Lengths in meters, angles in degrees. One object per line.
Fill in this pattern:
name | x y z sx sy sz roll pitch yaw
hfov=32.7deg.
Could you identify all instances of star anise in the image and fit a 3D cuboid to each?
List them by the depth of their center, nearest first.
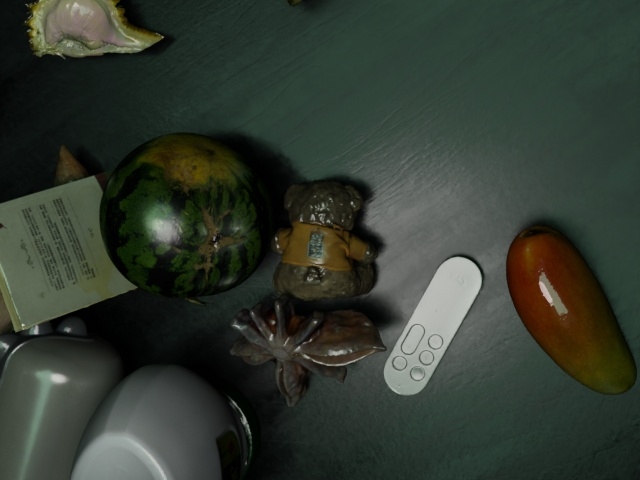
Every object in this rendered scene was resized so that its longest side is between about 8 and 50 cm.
star anise | -0.041 0.157 1.706 0.198 0.111 0.257 37 139 -11

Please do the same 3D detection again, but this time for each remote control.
remote control | 0.177 0.135 1.723 0.077 0.022 0.245 29 102 5

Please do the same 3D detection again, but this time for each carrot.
carrot | -0.381 -0.030 1.784 0.101 0.102 0.263 -19 91 13

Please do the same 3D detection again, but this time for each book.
book | -0.374 0.004 1.717 0.289 0.026 0.201 -19 88 -31

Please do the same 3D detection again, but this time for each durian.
durian | -0.359 -0.342 1.756 0.224 0.078 0.140 13 87 -1

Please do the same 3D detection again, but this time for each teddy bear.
teddy bear | 0.000 0.000 1.692 0.177 0.140 0.190 3 89 14

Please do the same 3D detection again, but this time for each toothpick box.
toothpick box | -0.447 0.269 1.765 0.229 0.229 0.317 18 99 9

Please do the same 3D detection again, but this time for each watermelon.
watermelon | -0.207 -0.037 1.661 0.268 0.269 0.269 1 97 11

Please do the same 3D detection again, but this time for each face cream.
face cream | -0.237 0.344 1.659 0.219 0.357 0.313 -3 96 12

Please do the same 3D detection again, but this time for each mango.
mango | 0.370 0.112 1.616 0.129 0.146 0.289 -35 88 1

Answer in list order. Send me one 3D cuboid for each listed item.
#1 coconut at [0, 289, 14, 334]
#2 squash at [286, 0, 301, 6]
coconut | -0.702 0.130 1.717 0.404 0.404 0.405 1 97 11
squash | -0.092 -0.481 1.652 0.247 0.132 0.132 41 102 4
